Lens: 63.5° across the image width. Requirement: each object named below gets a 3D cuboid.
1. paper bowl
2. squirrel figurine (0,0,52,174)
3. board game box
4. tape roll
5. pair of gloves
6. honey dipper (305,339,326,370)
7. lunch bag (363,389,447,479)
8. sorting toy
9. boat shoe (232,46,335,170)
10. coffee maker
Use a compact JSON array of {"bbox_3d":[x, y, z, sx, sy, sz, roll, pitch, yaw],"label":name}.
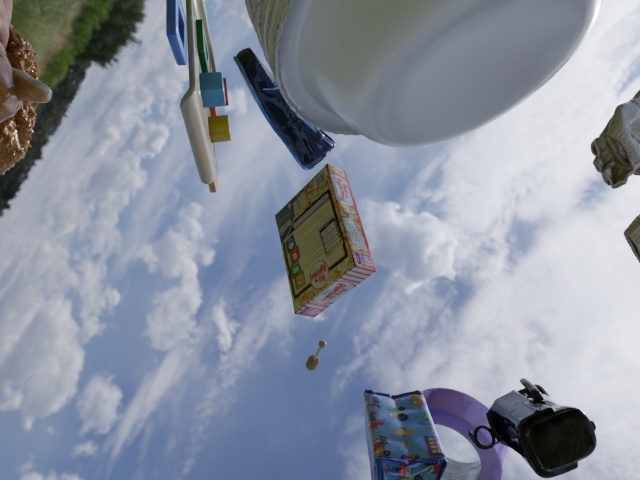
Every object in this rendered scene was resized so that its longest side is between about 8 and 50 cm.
[{"bbox_3d":[0.093,-0.183,0.407,0.284,0.284,0.148,-34,-113,29],"label":"paper bowl"},{"bbox_3d":[-0.517,-0.265,0.749,0.281,0.397,0.370,-35,-111,-14],"label":"squirrel figurine"},{"bbox_3d":[0.000,0.000,0.811,0.146,0.045,0.194,-41,-131,36],"label":"board game box"},{"bbox_3d":[0.324,0.511,1.298,0.274,0.275,0.090,-23,-173,39],"label":"tape roll"},{"bbox_3d":[0.512,-0.109,0.792,0.204,0.240,0.042,-38,-165,-22],"label":"pair of gloves"},{"bbox_3d":[-0.007,0.276,1.250,0.161,0.030,0.031,112,-13,-57],"label":"honey dipper"},{"bbox_3d":[0.157,0.498,1.072,0.221,0.138,0.294,-94,-175,-73],"label":"lunch bag"},{"bbox_3d":[-0.151,-0.204,0.714,0.348,0.047,0.196,96,-9,-62],"label":"sorting toy"},{"bbox_3d":[-0.056,-0.236,0.897,0.089,0.258,0.109,-32,-127,7],"label":"boat shoe"},{"bbox_3d":[0.372,0.345,0.918,0.171,0.120,0.178,-46,173,-1],"label":"coffee maker"}]
